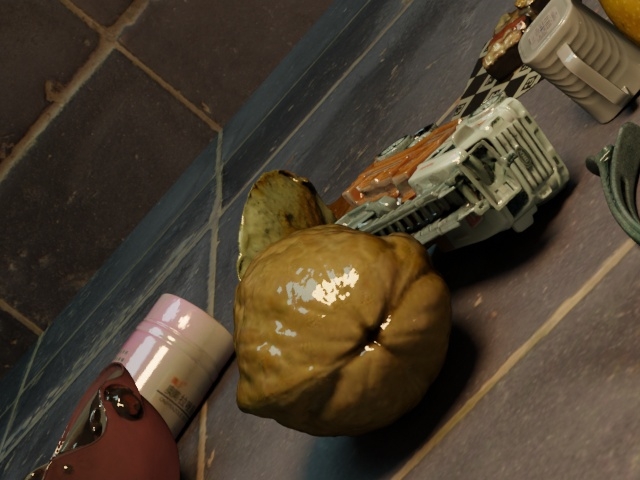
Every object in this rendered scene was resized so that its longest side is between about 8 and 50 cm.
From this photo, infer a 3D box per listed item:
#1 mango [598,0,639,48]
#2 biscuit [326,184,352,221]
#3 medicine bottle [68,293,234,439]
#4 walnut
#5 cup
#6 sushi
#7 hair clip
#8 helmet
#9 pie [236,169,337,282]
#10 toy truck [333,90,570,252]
[{"bbox_3d":[0.366,-0.266,1.372,0.175,0.176,0.329,-36,15,-2],"label":"mango"},{"bbox_3d":[0.002,0.002,2.071,0.215,0.034,0.182,-53,16,-17],"label":"biscuit"},{"bbox_3d":[-0.257,0.223,2.066,0.254,0.152,0.152,-55,15,-18],"label":"medicine bottle"},{"bbox_3d":[0.017,0.097,1.412,0.283,0.227,0.283,-43,8,8],"label":"walnut"},{"bbox_3d":[0.303,-0.201,1.507,0.095,0.129,0.128,-51,17,24],"label":"cup"},{"bbox_3d":[0.270,-0.284,1.944,0.264,0.050,0.290,-36,21,44],"label":"sushi"},{"bbox_3d":[0.304,-0.038,1.299,0.070,0.039,0.229,-44,21,24],"label":"hair clip"},{"bbox_3d":[-0.294,0.340,1.808,0.271,0.197,0.338,-50,7,31],"label":"helmet"},{"bbox_3d":[-0.031,0.041,1.656,0.105,0.257,0.274,-16,27,19],"label":"pie"},{"bbox_3d":[0.138,-0.048,1.525,0.184,0.133,0.338,-41,10,-28],"label":"toy truck"}]
